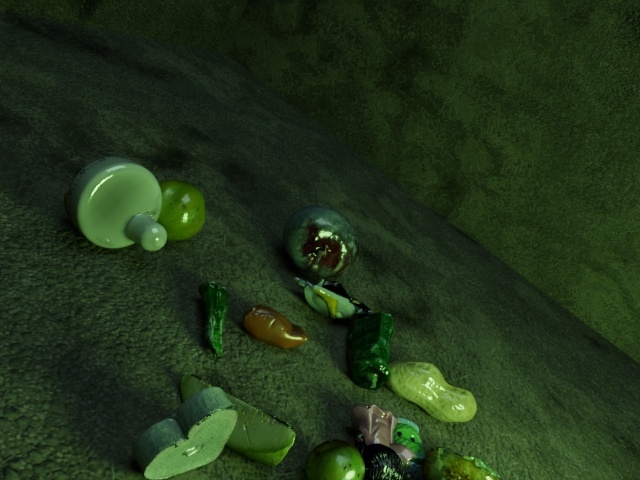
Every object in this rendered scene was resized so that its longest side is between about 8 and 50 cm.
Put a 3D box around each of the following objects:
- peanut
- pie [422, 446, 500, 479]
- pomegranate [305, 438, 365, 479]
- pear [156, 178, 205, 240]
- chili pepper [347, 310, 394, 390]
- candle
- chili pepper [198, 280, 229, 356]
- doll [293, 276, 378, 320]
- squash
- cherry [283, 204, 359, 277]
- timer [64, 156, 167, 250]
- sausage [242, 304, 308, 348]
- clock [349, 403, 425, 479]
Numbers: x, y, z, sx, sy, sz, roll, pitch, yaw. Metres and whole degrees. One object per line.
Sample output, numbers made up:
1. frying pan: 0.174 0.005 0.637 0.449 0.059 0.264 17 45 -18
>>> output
1. peanut: 0.304 0.405 1.570 0.274 0.125 0.111 30 6 -2
2. pie: 0.339 0.601 1.217 0.288 0.103 0.355 20 37 -48
3. pomegranate: 0.028 0.469 1.168 0.130 0.130 0.130 25 25 -13
4. pear: -0.425 -0.070 1.620 0.180 0.166 0.216 40 50 -7
5. chili pepper: 0.138 0.309 1.576 0.136 0.099 0.270 -3 31 6
6. candle: -0.232 0.358 1.049 0.068 0.192 0.168 47 -14 33
7. chili pepper: -0.257 0.200 1.412 0.088 0.059 0.227 30 25 -31
8. doll: 0.058 0.186 1.726 0.316 0.103 0.145 25 20 -26
9. squash: -0.185 0.352 1.142 0.252 0.093 0.169 30 -20 -3
10. cherry: 0.000 0.000 1.881 0.255 0.218 0.296 26 14 -13
11. timer: -0.503 -0.086 1.446 0.240 0.233 0.233 28 19 37
12. sausage: -0.120 0.228 1.489 0.179 0.089 0.089 29 25 -13
13. clock: 0.155 0.482 1.294 0.194 0.100 0.195 27 26 -13
